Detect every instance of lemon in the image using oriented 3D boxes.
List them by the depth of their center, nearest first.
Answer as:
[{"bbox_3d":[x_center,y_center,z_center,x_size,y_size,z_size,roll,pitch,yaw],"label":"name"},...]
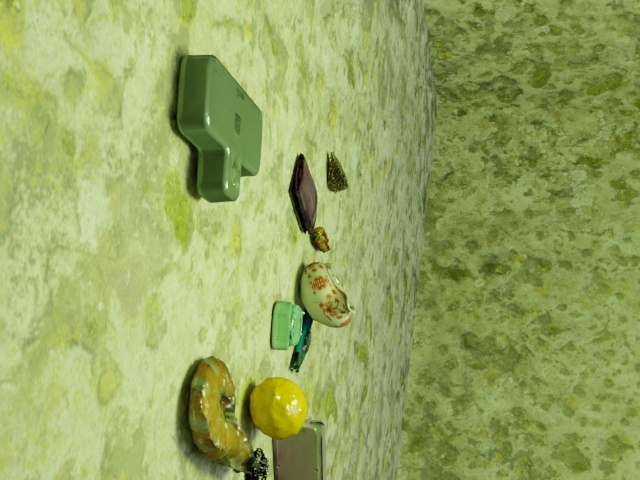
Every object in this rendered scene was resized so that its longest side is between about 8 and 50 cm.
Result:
[{"bbox_3d":[-0.080,0.323,1.734,0.155,0.114,0.114,77,21,-59],"label":"lemon"}]

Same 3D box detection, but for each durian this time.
[{"bbox_3d":[0.045,-0.165,2.267,0.130,0.052,0.066,77,19,-48],"label":"durian"}]

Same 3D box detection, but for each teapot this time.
[{"bbox_3d":[0.013,0.118,2.060,0.159,0.116,0.245,43,16,-29],"label":"teapot"}]

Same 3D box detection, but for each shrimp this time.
[{"bbox_3d":[-0.158,0.300,1.518,0.317,0.062,0.164,69,25,-54],"label":"shrimp"}]

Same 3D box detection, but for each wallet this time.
[{"bbox_3d":[-0.032,-0.102,2.005,0.166,0.030,0.111,73,25,-54],"label":"wallet"}]

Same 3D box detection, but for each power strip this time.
[{"bbox_3d":[-0.156,-0.157,1.412,0.265,0.059,0.193,45,46,-72],"label":"power strip"},{"bbox_3d":[-0.043,0.499,1.933,0.037,0.109,0.279,-56,147,-68],"label":"power strip"}]

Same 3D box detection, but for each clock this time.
[{"bbox_3d":[-0.066,0.176,1.904,0.135,0.041,0.101,3,90,-76],"label":"clock"}]

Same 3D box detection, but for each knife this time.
[{"bbox_3d":[-0.028,0.188,2.103,0.044,0.026,0.296,64,31,-42],"label":"knife"}]

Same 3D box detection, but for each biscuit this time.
[{"bbox_3d":[-0.122,0.440,1.764,0.087,0.027,0.089,-42,134,-70],"label":"biscuit"}]

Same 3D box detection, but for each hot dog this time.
[{"bbox_3d":[0.000,0.000,2.163,0.122,0.037,0.049,70,15,-71],"label":"hot dog"}]
